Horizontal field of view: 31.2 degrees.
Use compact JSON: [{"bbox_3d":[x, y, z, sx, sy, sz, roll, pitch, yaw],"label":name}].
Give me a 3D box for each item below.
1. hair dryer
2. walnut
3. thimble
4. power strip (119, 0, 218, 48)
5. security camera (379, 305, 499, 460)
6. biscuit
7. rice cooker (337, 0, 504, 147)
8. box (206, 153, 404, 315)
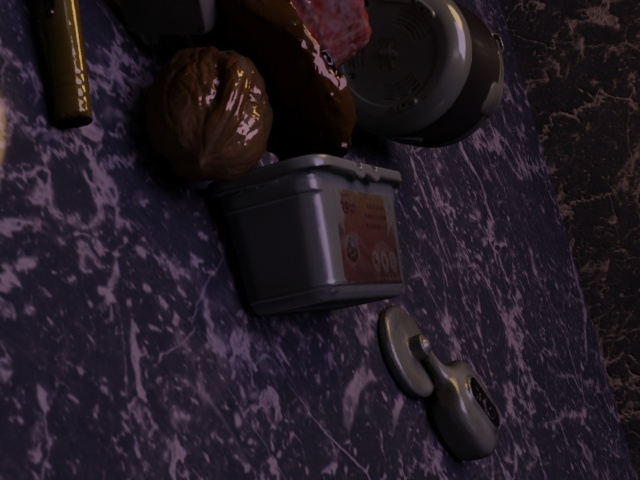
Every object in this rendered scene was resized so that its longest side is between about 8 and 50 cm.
[{"bbox_3d":[-0.281,-0.254,1.274,0.135,0.090,0.279,20,58,-62],"label":"hair dryer"},{"bbox_3d":[-0.135,-0.149,1.387,0.155,0.155,0.184,47,33,-38],"label":"walnut"},{"bbox_3d":[-0.043,-0.337,1.623,0.239,0.162,0.239,54,-8,12],"label":"thimble"},{"bbox_3d":[-0.202,-0.359,1.376,0.046,0.118,0.270,-65,152,-48],"label":"power strip"},{"bbox_3d":[0.195,0.223,1.853,0.301,0.080,0.157,53,28,-24],"label":"security camera"},{"bbox_3d":[-0.072,-0.214,1.499,0.075,0.296,0.296,-37,108,-22],"label":"biscuit"},{"bbox_3d":[0.166,-0.306,2.030,0.277,0.288,0.288,5,64,-65],"label":"rice cooker"},{"bbox_3d":[0.000,0.000,1.538,0.312,0.175,0.183,1,77,-65],"label":"box"}]
